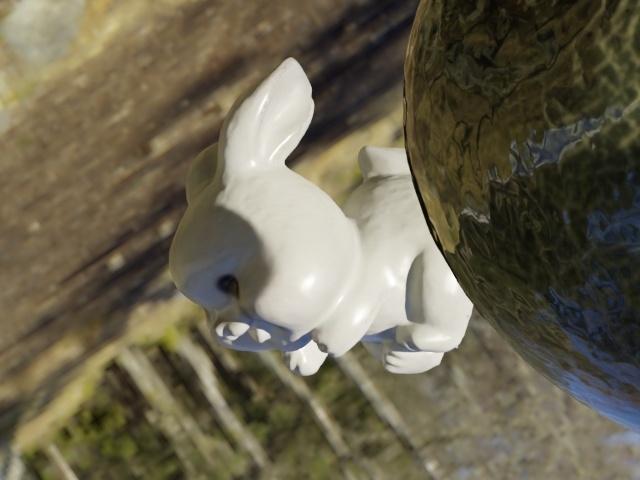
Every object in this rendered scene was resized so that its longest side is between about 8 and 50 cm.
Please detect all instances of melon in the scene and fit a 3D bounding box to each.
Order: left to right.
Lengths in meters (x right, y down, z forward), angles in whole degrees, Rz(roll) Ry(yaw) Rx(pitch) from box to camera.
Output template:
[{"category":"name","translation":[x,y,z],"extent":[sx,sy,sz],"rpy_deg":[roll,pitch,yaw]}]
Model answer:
[{"category":"melon","translation":[0.172,-0.032,0.648],"extent":[0.237,0.237,0.302],"rpy_deg":[-36,134,27]}]

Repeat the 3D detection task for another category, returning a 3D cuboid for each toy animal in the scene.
[{"category":"toy animal","translation":[0.005,-0.003,1.068],"extent":[0.127,0.193,0.178],"rpy_deg":[135,-29,-63]}]
